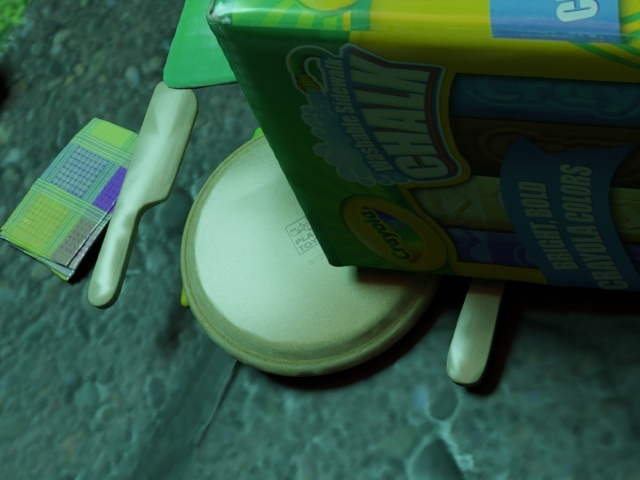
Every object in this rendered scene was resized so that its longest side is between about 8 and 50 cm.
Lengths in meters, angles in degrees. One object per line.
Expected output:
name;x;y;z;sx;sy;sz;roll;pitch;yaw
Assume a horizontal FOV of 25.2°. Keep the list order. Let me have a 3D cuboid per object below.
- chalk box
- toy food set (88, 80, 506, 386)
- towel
chalk box;0.075;-0.098;0.544;0.289;0.179;0.180;5;63;17
toy food set;0.000;0.000;0.644;0.192;0.038;0.132;12;71;19
towel;-0.122;-0.023;0.729;0.060;0.009;0.083;24;72;36
